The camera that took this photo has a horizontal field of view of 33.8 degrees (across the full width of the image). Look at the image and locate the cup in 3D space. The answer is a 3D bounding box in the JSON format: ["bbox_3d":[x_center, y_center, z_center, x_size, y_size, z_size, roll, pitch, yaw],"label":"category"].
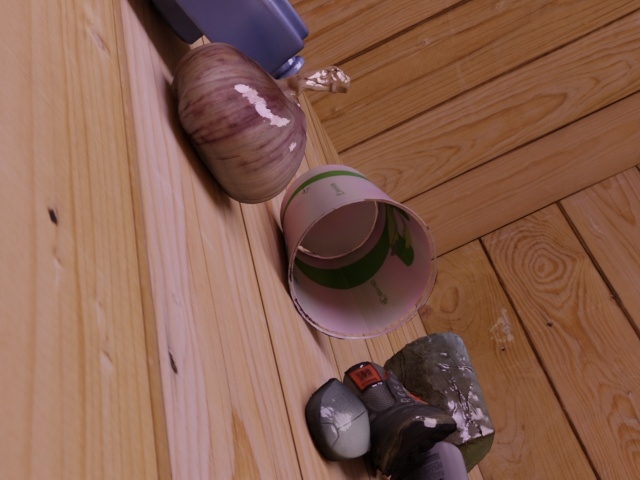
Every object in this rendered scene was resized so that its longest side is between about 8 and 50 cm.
[{"bbox_3d":[0.042,0.002,1.815,0.253,0.253,0.274,61,-1,-26],"label":"cup"}]

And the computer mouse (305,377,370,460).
[{"bbox_3d":[0.035,0.250,1.480,0.229,0.068,0.113,-1,67,-82],"label":"computer mouse"}]

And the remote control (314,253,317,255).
[{"bbox_3d":[0.001,0.000,2.189,0.090,0.049,0.230,56,10,-54],"label":"remote control"}]

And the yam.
[{"bbox_3d":[0.233,0.344,2.112,0.202,0.201,0.271,88,-17,-48],"label":"yam"}]

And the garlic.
[{"bbox_3d":[-0.072,-0.190,1.523,0.245,0.253,0.245,155,-90,-88],"label":"garlic"}]

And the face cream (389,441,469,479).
[{"bbox_3d":[0.171,0.392,1.710,0.071,0.144,0.291,53,8,-14],"label":"face cream"}]

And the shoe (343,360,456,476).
[{"bbox_3d":[0.103,0.257,1.613,0.171,0.132,0.336,56,-8,11],"label":"shoe"}]

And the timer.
[{"bbox_3d":[-0.175,-0.400,1.704,0.395,0.173,0.395,51,4,-4],"label":"timer"}]
